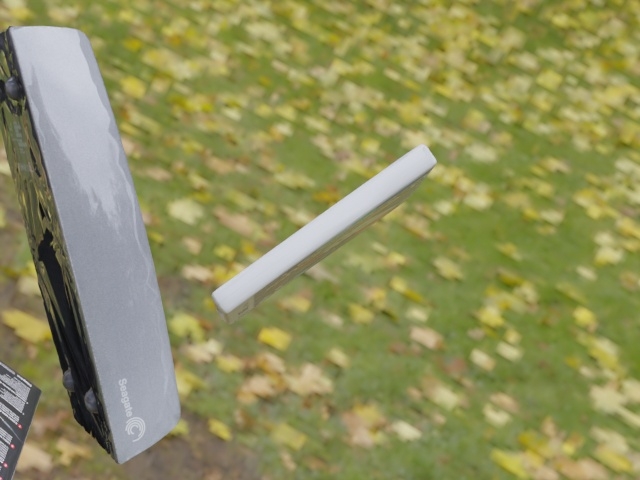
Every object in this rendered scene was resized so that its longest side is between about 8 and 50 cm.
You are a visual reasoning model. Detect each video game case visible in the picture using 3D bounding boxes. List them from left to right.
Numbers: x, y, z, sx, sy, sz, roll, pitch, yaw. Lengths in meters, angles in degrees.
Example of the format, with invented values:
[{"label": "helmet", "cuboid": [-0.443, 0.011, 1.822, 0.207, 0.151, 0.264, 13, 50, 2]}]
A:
[{"label": "video game case", "cuboid": [0.000, 0.000, 1.304, 0.023, 0.201, 0.183, 54, -5, 3]}]

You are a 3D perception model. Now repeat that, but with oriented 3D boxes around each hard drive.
[{"label": "hard drive", "cuboid": [-0.146, -0.004, 0.972, 0.054, 0.255, 0.172, -15, 8, -16]}]

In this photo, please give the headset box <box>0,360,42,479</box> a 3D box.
[{"label": "headset box", "cuboid": [-0.413, 0.193, 1.576, 0.218, 0.110, 0.293, 39, 20, -16]}]
